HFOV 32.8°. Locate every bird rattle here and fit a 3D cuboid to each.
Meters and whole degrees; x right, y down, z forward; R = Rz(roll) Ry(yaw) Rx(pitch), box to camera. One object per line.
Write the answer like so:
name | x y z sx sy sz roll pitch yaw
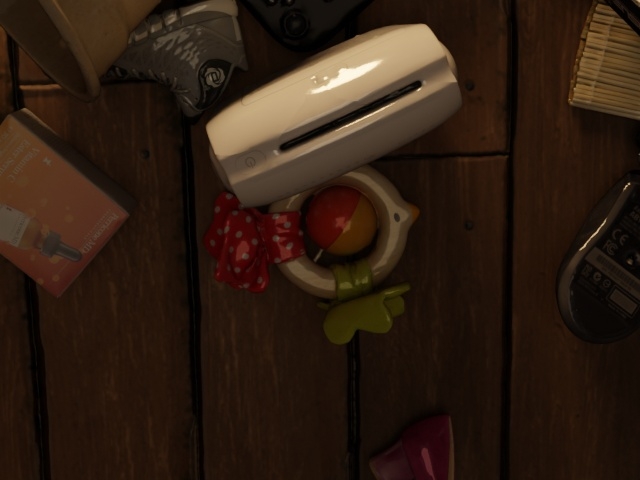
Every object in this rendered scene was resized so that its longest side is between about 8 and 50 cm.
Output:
bird rattle | 0.000 0.000 1.262 0.253 0.143 0.207 32 86 4

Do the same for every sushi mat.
sushi mat | 0.457 -0.202 1.279 0.316 0.019 0.151 11 101 -6

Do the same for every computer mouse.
computer mouse | 0.376 0.004 1.294 0.188 0.072 0.272 41 85 -10

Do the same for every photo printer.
photo printer | 0.008 -0.134 1.117 0.256 0.307 0.107 -25 101 1

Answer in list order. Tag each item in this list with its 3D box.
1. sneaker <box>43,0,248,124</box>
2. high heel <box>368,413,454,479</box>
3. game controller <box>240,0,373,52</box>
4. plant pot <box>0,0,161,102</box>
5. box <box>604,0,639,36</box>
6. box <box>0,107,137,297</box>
sneaker | -0.187 -0.183 1.210 0.228 0.086 0.132 -18 104 -1
high heel | 0.172 0.331 1.334 0.117 0.082 0.244 -35 88 13
game controller | 0.039 -0.360 1.195 0.319 0.067 0.166 -42 105 4
plant pot | -0.212 -0.356 1.044 0.305 0.334 0.334 -42 101 -13
box | 0.380 -0.342 1.082 0.270 0.216 0.060 -35 145 4
box | -0.314 -0.044 1.224 0.170 0.091 0.130 40 96 -10
